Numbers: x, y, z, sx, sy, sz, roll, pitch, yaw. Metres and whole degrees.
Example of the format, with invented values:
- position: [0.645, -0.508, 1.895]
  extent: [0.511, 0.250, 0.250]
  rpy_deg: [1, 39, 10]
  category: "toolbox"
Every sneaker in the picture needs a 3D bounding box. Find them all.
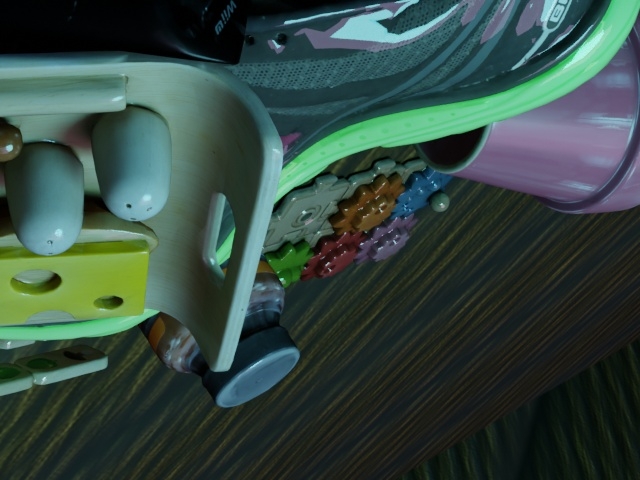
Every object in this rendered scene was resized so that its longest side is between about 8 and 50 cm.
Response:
- position: [-0.059, -0.109, 0.742]
  extent: [0.483, 0.185, 0.202]
  rpy_deg: [-29, 138, 8]
  category: "sneaker"

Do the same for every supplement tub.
- position: [-0.096, 0.022, 0.934]
  extent: [0.106, 0.198, 0.106]
  rpy_deg: [-30, 160, -12]
  category: "supplement tub"

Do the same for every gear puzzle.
- position: [0.000, 0.000, 1.262]
  extent: [0.339, 0.044, 0.175]
  rpy_deg: [-16, 153, -42]
  category: "gear puzzle"

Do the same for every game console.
- position: [-0.139, -0.102, 0.517]
  extent: [0.213, 0.044, 0.361]
  rpy_deg: [7, -172, -6]
  category: "game console"

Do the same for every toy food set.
- position: [-0.182, 0.019, 0.605]
  extent: [0.306, 0.092, 0.220]
  rpy_deg: [-3, 149, -13]
  category: "toy food set"

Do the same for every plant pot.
- position: [0.179, -0.122, 1.090]
  extent: [0.180, 0.201, 0.201]
  rpy_deg: [-2, 145, -30]
  category: "plant pot"

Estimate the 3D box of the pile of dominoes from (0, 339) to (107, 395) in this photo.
- position: [-0.273, 0.051, 0.794]
  extent: [0.251, 0.196, 0.040]
  rpy_deg: [-10, 113, -49]
  category: "pile of dominoes"
